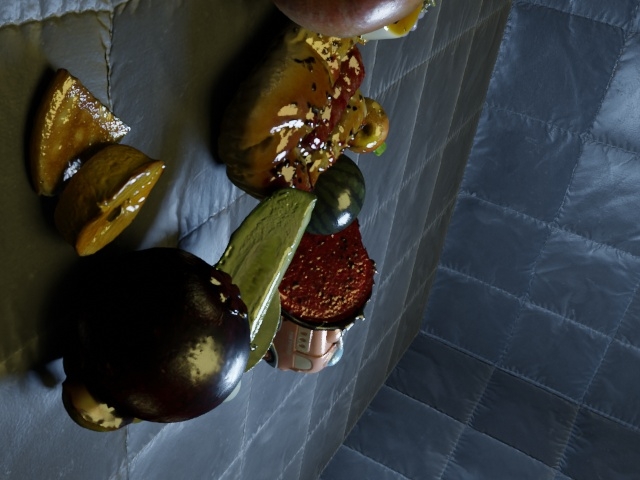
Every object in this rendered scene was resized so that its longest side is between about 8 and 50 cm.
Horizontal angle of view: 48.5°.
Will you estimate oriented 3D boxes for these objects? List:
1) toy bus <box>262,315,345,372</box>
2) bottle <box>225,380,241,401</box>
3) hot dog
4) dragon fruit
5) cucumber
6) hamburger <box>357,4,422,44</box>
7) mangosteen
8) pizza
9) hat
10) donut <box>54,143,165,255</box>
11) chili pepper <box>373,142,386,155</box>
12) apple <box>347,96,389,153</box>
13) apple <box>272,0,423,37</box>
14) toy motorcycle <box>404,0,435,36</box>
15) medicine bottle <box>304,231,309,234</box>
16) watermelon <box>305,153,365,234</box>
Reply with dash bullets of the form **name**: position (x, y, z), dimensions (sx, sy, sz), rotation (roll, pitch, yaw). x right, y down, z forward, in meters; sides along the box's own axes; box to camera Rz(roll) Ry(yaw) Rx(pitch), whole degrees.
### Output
- **toy bus**: position (-0.039, 0.238, 1.953), dimensions (0.194, 0.232, 0.288), rotation (-50, 153, -46)
- **bottle**: position (-0.258, 0.331, 1.667), dimensions (0.104, 0.104, 0.245), rotation (-65, 161, -4)
- **hot dog**: position (-0.050, -0.254, 1.435), dimensions (0.365, 0.196, 0.367), rotation (-51, 153, -28)
- **dragon fruit**: position (-0.010, 0.109, 1.815), dimensions (0.343, 0.282, 0.100), rotation (-21, 176, -28)
- **cucumber**: position (-0.120, 0.039, 1.397), dimensions (0.325, 0.145, 0.105), rotation (-63, -176, -1)
- **hamburger**: position (0.119, -0.571, 1.531), dimensions (0.276, 0.179, 0.294), rotation (-58, 156, -31)
- **mangosteen**: position (-0.284, 0.178, 1.194), dimensions (0.347, 0.307, 0.307), rotation (-38, 164, 12)
- **pizza**: position (-0.336, -0.163, 1.001), dimensions (0.176, 0.036, 0.185), rotation (-37, 149, -51)
- **hat**: position (-0.218, 0.152, 1.501), dimensions (0.257, 0.130, 0.257), rotation (-8, 102, -43)
- **donut**: position (-0.317, -0.065, 1.050), dimensions (0.174, 0.074, 0.190), rotation (-51, -179, -40)
- **chili pepper**: position (0.174, -0.302, 2.174), dimensions (0.052, 0.050, 0.202), rotation (-29, 160, 3)
- **apple**: position (0.108, -0.297, 1.854), dimensions (0.146, 0.146, 0.146), rotation (-52, 156, -35)
- **apple**: position (0.051, -0.519, 1.213), dimensions (0.305, 0.338, 0.338), rotation (-52, 159, -66)
- **toy motorcycle**: position (0.251, -0.639, 1.951), dimensions (0.225, 0.073, 0.152), rotation (-40, 149, -49)
- **medicine bottle**: position (0.000, 0.000, 1.954), dimensions (0.110, 0.110, 0.352), rotation (-61, 157, -16)
- **watermelon**: position (0.005, -0.117, 1.695), dimensions (0.212, 0.212, 0.212), rotation (-52, 156, -35)
